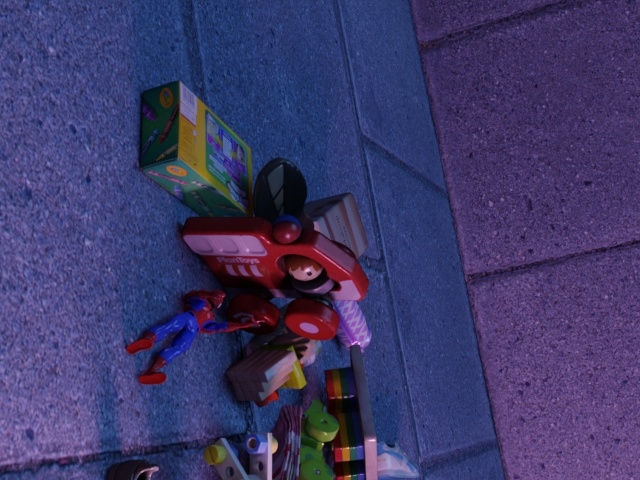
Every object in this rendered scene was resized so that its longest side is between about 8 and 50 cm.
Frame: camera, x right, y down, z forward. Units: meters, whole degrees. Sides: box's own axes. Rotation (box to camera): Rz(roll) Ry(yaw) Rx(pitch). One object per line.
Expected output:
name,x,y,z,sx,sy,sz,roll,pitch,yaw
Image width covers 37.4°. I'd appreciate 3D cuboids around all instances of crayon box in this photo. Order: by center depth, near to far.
crayon box,-0.223,-0.152,1.757,0.278,0.081,0.166,42,39,-56

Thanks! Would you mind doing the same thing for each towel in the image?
towel,-0.087,0.469,1.587,0.237,0.037,0.329,117,-20,-50

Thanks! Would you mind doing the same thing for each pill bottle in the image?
pill bottle,-0.027,0.245,2.060,0.083,0.043,0.043,-44,117,-67

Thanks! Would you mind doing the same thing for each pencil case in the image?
pencil case,0.054,0.176,2.252,0.206,0.086,0.088,58,8,-39

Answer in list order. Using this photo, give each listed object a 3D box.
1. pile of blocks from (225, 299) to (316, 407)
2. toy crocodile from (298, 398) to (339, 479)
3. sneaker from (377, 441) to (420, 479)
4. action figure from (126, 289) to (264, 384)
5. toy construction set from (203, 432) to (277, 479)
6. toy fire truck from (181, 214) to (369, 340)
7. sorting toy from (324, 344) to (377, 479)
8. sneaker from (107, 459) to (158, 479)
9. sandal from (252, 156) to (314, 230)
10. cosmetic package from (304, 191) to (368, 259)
pile of blocks,-0.054,0.227,1.853,0.362,0.148,0.113,-53,127,-65
toy crocodile,-0.035,0.429,1.832,0.341,0.105,0.115,-79,-170,-60
sneaker,0.186,0.552,2.356,0.228,0.087,0.092,35,43,-63
action figure,-0.195,0.140,1.573,0.280,0.139,0.092,-51,126,-68
toy construction set,-0.122,0.465,1.396,0.151,0.215,0.328,35,29,-46
toy fire truck,-0.078,0.044,1.714,0.254,0.302,0.169,57,42,-48
sorting toy,0.061,0.404,2.026,0.256,0.089,0.257,-98,-177,-48
sneaker,-0.258,0.401,1.317,0.066,0.071,0.189,31,48,-62
sandal,-0.088,-0.065,1.888,0.086,0.120,0.303,44,-15,25
cosmetic package,0.000,0.000,2.170,0.296,0.129,0.153,-45,119,-66
